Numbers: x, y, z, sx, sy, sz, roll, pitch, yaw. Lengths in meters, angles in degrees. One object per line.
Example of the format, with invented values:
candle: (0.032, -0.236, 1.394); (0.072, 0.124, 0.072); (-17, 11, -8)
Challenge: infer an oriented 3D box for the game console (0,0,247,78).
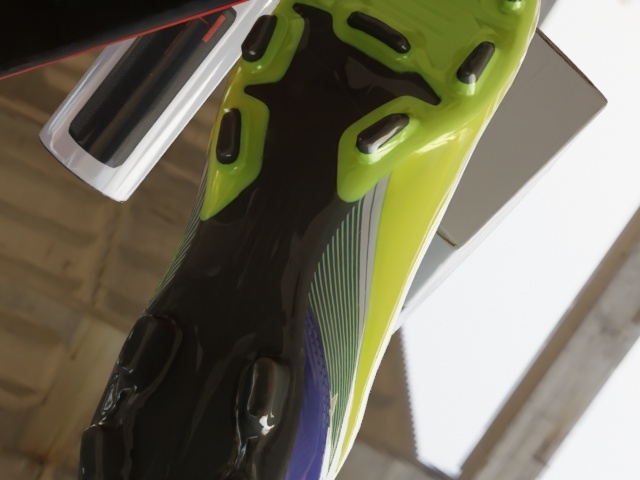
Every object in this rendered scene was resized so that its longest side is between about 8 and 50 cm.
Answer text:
game console: (-0.171, -0.197, 0.482); (0.060, 0.386, 0.342); (-50, -62, -35)

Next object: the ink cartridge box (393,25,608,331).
ink cartridge box: (0.056, -0.022, 0.898); (0.087, 0.208, 0.153); (44, -121, 6)

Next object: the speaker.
speaker: (-0.074, -0.088, 0.743); (0.055, 0.136, 0.055); (39, -172, -6)

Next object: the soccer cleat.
soccer cleat: (-0.001, 0.000, 0.576); (0.093, 0.289, 0.121); (22, 162, 15)
